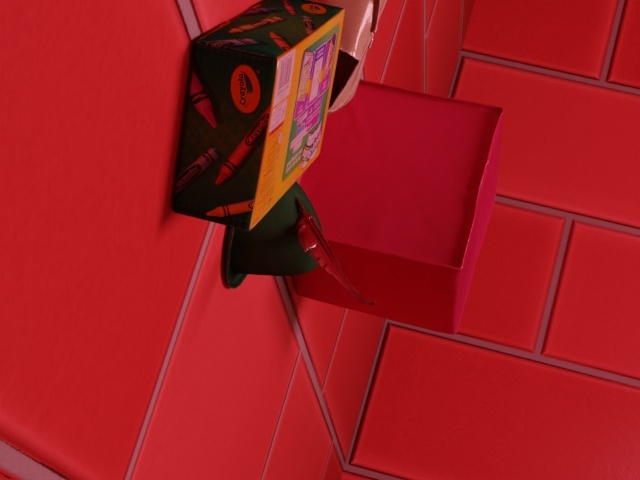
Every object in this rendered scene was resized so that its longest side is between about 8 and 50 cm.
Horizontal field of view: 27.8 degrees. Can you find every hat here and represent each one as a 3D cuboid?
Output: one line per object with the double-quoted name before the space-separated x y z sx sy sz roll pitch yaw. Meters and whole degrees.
"hat" 0.000 0.000 1.476 0.173 0.183 0.208 88 18 -60

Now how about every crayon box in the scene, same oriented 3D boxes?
"crayon box" -0.054 -0.135 1.272 0.278 0.081 0.165 -54 157 -67

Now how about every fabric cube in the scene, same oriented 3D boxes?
"fabric cube" 0.106 -0.050 1.833 0.258 0.254 0.259 78 28 -66

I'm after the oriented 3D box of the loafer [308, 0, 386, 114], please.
"loafer" 0.022 -0.254 1.495 0.092 0.102 0.268 -73 173 -54
